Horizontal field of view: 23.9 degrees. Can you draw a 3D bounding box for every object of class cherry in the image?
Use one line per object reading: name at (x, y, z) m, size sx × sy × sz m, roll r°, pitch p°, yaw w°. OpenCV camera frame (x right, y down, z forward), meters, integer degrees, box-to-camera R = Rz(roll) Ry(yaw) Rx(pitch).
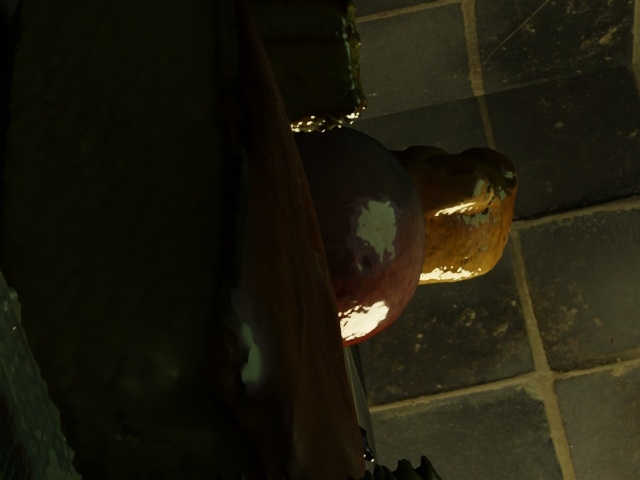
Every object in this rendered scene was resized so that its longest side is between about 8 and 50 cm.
cherry at (0.008, -0.001, 1.546) m, size 0.239 × 0.206 × 0.239 m, roll 179°, pitch -90°, yaw -87°

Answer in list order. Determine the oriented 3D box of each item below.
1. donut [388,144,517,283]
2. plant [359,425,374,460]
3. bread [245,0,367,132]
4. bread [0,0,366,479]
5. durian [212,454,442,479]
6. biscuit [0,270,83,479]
donut at (0.076, -0.037, 1.816) m, size 0.299 × 0.317 × 0.150 m, roll -16°, pitch 107°, yaw -49°
plant at (-0.030, 0.161, 1.116) m, size 0.132 × 0.129 × 0.194 m, roll 7°, pitch 68°, yaw -84°
bread at (-0.063, -0.125, 1.050) m, size 0.234 × 0.184 × 0.110 m, roll -71°, pitch 155°, yaw -83°
bread at (-0.063, 0.053, 0.830) m, size 0.333 × 0.143 × 0.323 m, roll 74°, pitch 5°, yaw -48°
durian at (-0.025, 0.164, 0.629) m, size 0.138 × 0.237 × 0.193 m, roll 33°, pitch -28°, yaw 41°
biscuit at (-0.124, 0.052, 0.419) m, size 0.186 × 0.079 × 0.309 m, roll -88°, pitch 165°, yaw -65°
